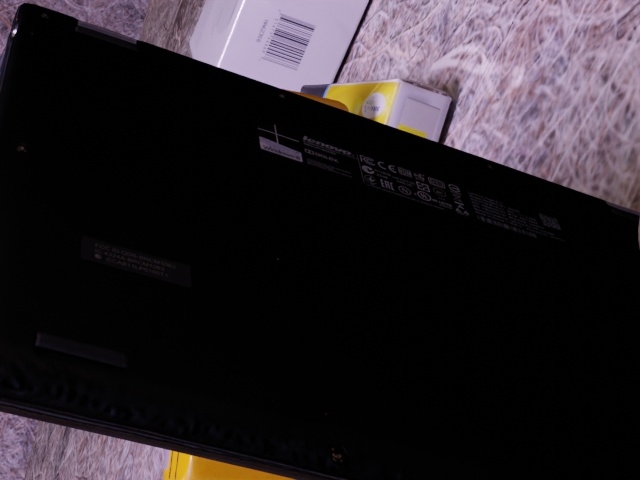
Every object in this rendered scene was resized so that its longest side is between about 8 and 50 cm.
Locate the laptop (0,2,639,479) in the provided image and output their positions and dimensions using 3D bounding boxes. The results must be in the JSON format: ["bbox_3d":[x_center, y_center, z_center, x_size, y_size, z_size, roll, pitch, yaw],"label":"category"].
[{"bbox_3d":[-0.007,0.060,0.641,0.408,0.382,0.236,-100,32,-54],"label":"laptop"}]

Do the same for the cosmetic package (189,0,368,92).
[{"bbox_3d":[-0.049,-0.272,1.447,0.224,0.138,0.224,-109,40,-59],"label":"cosmetic package"}]

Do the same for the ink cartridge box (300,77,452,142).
[{"bbox_3d":[0.000,0.000,1.179,0.307,0.072,0.303,-71,19,-1],"label":"ink cartridge box"}]

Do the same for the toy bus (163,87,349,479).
[{"bbox_3d":[-0.053,0.044,1.033,0.130,0.108,0.332,154,123,-69],"label":"toy bus"}]

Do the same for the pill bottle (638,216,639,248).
[{"bbox_3d":[0.208,0.024,0.471,0.215,0.117,0.117,-125,54,-67],"label":"pill bottle"}]
